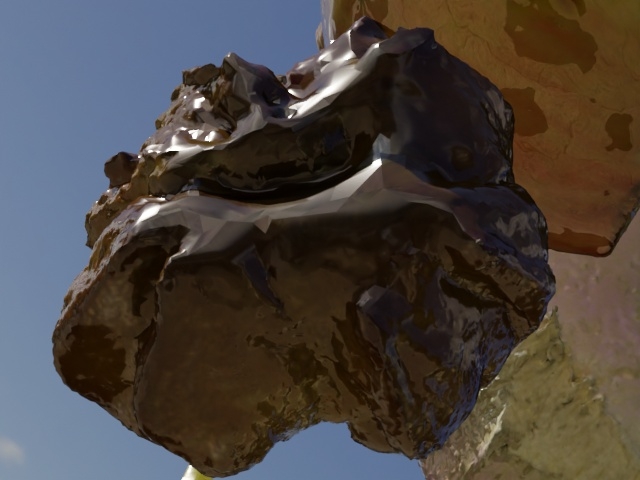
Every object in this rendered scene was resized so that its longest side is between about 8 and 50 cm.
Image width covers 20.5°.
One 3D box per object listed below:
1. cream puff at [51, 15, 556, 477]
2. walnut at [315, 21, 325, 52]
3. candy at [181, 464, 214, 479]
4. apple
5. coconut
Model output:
[{"bbox_3d":[0.000,0.000,0.888,0.241,0.269,0.154,4,-39,11],"label":"cream puff"},{"bbox_3d":[0.088,-0.219,1.814,0.180,0.144,0.144,14,-26,14],"label":"walnut"},{"bbox_3d":[-0.089,0.302,1.524,0.297,0.081,0.187,-114,-169,-77],"label":"candy"},{"bbox_3d":[0.141,-0.175,1.240,0.309,0.252,0.314,31,-52,9],"label":"apple"},{"bbox_3d":[0.268,0.157,1.625,0.405,0.404,0.404,37,-19,15],"label":"coconut"}]
